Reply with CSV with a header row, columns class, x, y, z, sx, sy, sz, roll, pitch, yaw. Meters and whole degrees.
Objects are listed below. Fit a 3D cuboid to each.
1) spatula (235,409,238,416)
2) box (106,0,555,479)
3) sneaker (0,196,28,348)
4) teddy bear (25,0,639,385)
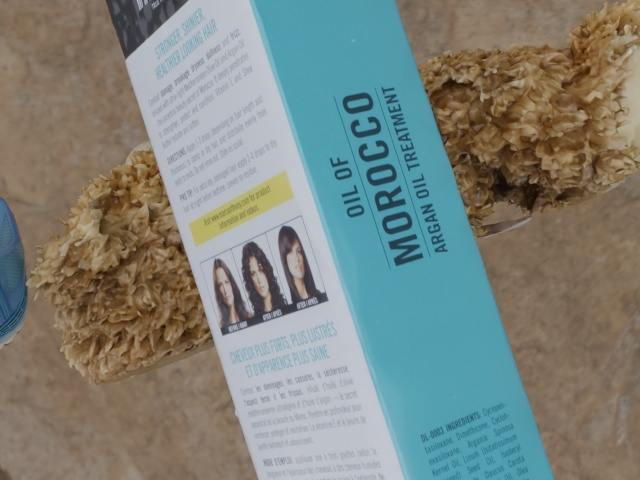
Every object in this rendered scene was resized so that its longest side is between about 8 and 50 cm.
class,x,y,z,sx,sy,sz,roll,pitch,yaw
spatula,0.022,0.119,0.930,0.019,0.242,0.168,30,82,32
box,0.000,0.000,0.418,0.100,0.060,0.244,-22,85,56
sneaker,-0.156,0.017,0.498,0.063,0.162,0.073,18,117,-12
teddy bear,0.022,-0.035,0.579,0.338,0.245,0.113,-23,83,24
